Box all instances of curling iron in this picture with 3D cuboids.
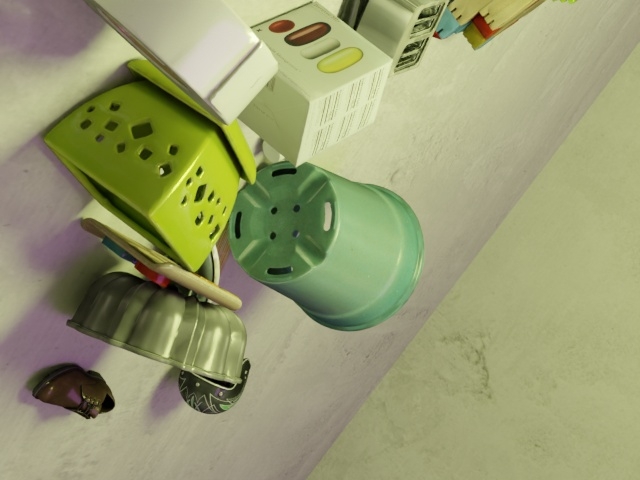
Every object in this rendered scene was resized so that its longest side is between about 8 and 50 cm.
[{"bbox_3d":[0.034,-0.379,1.694,0.068,0.035,0.274,-23,147,-48],"label":"curling iron"}]

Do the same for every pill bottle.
[{"bbox_3d":[-0.054,-0.197,1.788,0.120,0.067,0.067,-31,152,-37],"label":"pill bottle"}]

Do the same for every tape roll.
[{"bbox_3d":[-0.187,-0.270,1.126,0.100,0.286,0.286,-48,158,-2],"label":"tape roll"}]

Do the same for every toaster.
[{"bbox_3d":[0.146,-0.414,1.731,0.186,0.110,0.168,-29,151,-48],"label":"toaster"}]

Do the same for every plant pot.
[{"bbox_3d":[-0.235,-0.122,1.377,0.207,0.228,0.227,-52,159,-12],"label":"plant pot"},{"bbox_3d":[0.000,0.000,1.905,0.341,0.341,0.334,-52,151,7],"label":"plant pot"}]

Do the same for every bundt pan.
[{"bbox_3d":[-0.278,0.146,1.638,0.124,0.331,0.331,-72,159,-7],"label":"bundt pan"}]

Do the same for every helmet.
[{"bbox_3d":[-0.256,0.331,2.158,0.161,0.170,0.169,-56,164,-29],"label":"helmet"}]

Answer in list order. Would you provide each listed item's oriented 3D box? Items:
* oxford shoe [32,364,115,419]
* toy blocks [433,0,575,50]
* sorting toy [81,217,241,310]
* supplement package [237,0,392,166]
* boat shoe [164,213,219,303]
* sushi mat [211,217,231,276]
[{"bbox_3d":[-0.473,0.303,1.794,0.082,0.096,0.227,-49,157,7],"label":"oxford shoe"},{"bbox_3d":[0.383,-0.507,1.929,0.261,0.190,0.381,-35,-179,32],"label":"toy blocks"},{"bbox_3d":[-0.243,0.064,1.558,0.307,0.229,0.041,35,82,-51],"label":"sorting toy"},{"bbox_3d":[-0.026,-0.269,1.550,0.203,0.194,0.149,-33,154,-35],"label":"supplement package"},{"bbox_3d":[-0.265,0.070,1.775,0.099,0.116,0.319,-14,143,-23],"label":"boat shoe"},{"bbox_3d":[-0.257,0.082,1.934,0.151,0.019,0.316,-21,145,-48],"label":"sushi mat"}]
